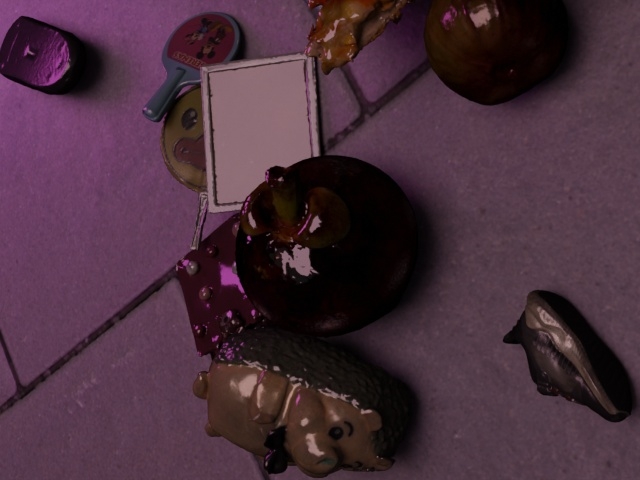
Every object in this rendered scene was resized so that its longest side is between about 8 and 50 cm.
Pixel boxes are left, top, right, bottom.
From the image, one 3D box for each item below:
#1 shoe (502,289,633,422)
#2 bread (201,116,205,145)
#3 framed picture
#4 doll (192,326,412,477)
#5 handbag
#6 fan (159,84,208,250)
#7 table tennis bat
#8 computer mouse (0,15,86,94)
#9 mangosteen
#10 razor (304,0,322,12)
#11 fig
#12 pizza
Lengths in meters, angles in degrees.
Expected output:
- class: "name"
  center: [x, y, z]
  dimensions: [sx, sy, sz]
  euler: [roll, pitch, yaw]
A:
- class: "shoe"
  center: [0.356, 0.181, 1.630]
  dimensions: [0.112, 0.099, 0.227]
  euler: [-48, 60, 31]
- class: "bread"
  center: [-0.203, -0.168, 2.046]
  dimensions: [0.074, 0.053, 0.132]
  euler: [-28, 73, 26]
- class: "framed picture"
  center: [-0.103, -0.189, 1.956]
  dimensions: [0.217, 0.017, 0.274]
  euler: [-4, 84, 13]
- class: "doll"
  center: [-0.031, 0.270, 1.809]
  dimensions: [0.349, 0.247, 0.247]
  euler: [8, 93, 22]
- class: "handbag"
  center: [-0.159, 0.082, 1.966]
  dimensions: [0.203, 0.074, 0.216]
  euler: [-36, 54, 31]
- class: "fan"
  center: [-0.189, -0.145, 1.997]
  dimensions: [0.229, 0.011, 0.335]
  euler: [8, 82, 17]
- class: "table tennis bat"
  center: [-0.241, -0.316, 2.037]
  dimensions: [0.153, 0.040, 0.244]
  euler: [28, 77, 31]
- class: "computer mouse"
  center: [-0.549, -0.366, 2.269]
  dimensions: [0.269, 0.086, 0.138]
  euler: [24, 93, 41]
- class: "mangosteen"
  center: [0.010, 0.008, 1.751]
  dimensions: [0.297, 0.293, 0.297]
  euler: [0, 86, -5]
- class: "razor"
  center: [-0.044, -0.449, 1.948]
  dimensions: [0.232, 0.068, 0.106]
  euler: [43, 112, 23]
- class: "fig"
  center: [0.234, -0.363, 1.685]
  dimensions: [0.217, 0.217, 0.321]
  euler: [-41, 48, 26]
- class: "pizza"
  center: [0.079, -0.430, 1.705]
  dimensions: [0.440, 0.130, 0.406]
  euler: [-15, 42, 43]
